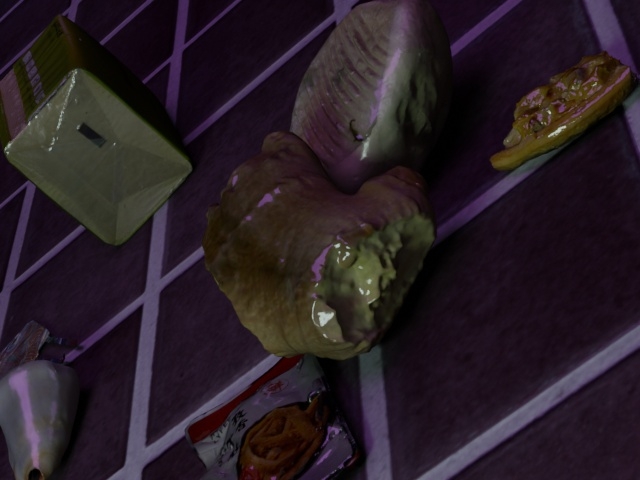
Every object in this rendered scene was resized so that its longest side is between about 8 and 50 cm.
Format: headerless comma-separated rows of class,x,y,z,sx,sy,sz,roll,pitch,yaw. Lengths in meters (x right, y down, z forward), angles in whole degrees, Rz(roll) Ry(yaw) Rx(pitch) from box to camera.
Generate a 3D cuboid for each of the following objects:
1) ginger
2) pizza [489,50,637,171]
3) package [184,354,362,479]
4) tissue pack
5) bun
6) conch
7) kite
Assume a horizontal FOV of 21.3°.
ginger,0.000,0.000,1.553,0.221,0.130,0.276,-43,45,21
pizza,0.216,-0.122,1.522,0.160,0.036,0.099,-31,29,31
package,-0.048,0.177,1.510,0.154,0.030,0.239,-36,21,4
tissue pack,-0.300,-0.147,2.202,0.167,0.200,0.275,-47,24,5
bun,0.057,-0.129,1.698,0.237,0.116,0.210,-61,26,7
conch,-0.306,0.202,1.872,0.104,0.094,0.176,-28,56,11
kite,-0.357,0.151,2.082,0.127,0.016,0.229,-59,23,-16
